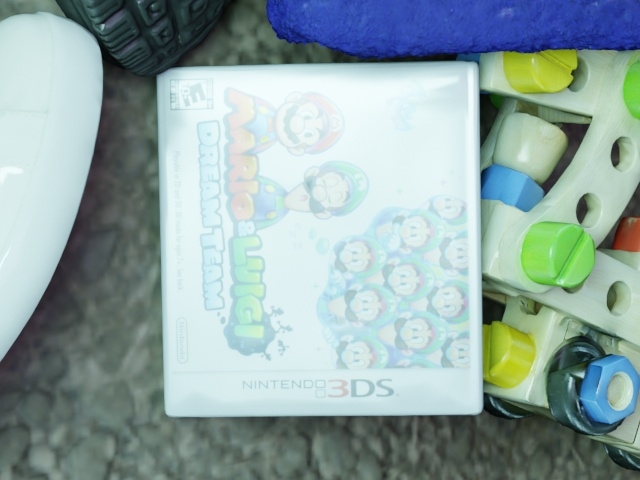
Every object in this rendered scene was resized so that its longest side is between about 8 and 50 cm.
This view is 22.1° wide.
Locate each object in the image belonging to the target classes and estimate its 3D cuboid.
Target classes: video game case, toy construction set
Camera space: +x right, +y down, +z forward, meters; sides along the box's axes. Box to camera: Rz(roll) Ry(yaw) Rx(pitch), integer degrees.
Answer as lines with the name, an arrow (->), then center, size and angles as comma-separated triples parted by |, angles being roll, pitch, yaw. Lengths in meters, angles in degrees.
video game case -> 0.000, 0.000, 0.730 | 0.143, 0.019, 0.157 | -1, 93, 4
toy construction set -> 0.175, 0.003, 0.825 | 0.327, 0.151, 0.215 | 21, 80, -21

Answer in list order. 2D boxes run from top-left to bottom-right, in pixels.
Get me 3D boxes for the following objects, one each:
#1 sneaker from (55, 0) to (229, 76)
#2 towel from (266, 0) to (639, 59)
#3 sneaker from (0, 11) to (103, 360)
sneaker -> -0.111, -0.193, 0.647 | 0.109, 0.130, 0.286 | -41, 135, -26
towel -> 0.088, -0.228, 0.648 | 0.227, 0.076, 0.308 | -1, 113, -5
sneaker -> -0.187, 0.020, 0.604 | 0.123, 0.106, 0.290 | 37, 74, -31
